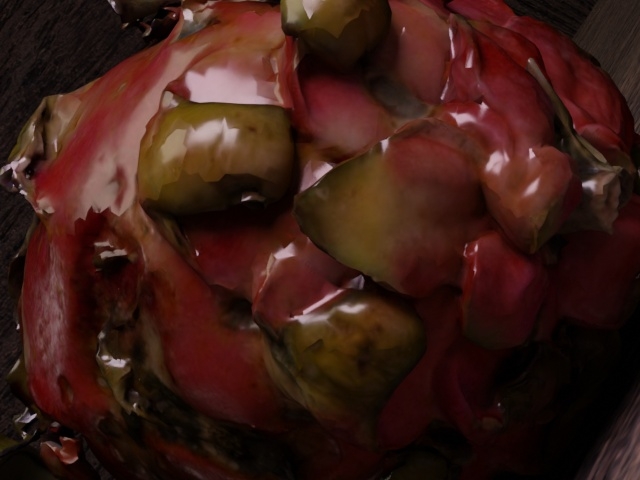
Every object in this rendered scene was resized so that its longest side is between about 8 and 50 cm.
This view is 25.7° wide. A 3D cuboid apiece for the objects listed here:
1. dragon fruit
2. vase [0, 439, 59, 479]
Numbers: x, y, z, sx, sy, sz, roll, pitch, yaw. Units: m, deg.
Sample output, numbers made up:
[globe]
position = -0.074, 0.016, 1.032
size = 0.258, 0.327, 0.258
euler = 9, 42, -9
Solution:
[dragon fruit]
position = 0.000, 0.000, 0.561
size = 0.291, 0.269, 0.250
euler = 108, -176, -64
[vase]
position = -0.300, 0.357, 1.431
size = 0.302, 0.241, 0.329
euler = -47, -25, 16
